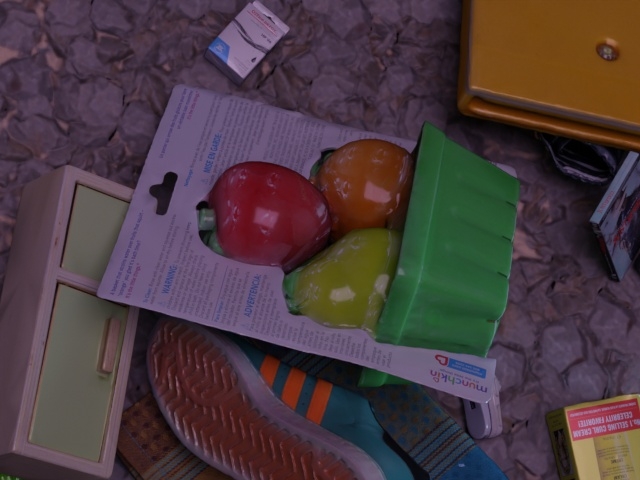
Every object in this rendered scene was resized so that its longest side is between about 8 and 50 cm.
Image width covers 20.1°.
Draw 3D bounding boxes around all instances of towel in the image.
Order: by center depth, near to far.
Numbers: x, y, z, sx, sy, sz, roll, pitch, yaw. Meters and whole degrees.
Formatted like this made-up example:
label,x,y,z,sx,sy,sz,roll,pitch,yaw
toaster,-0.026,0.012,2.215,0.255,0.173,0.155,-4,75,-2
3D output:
label,x,y,z,sx,sy,sz,roll,pitch,yaw
towel,0.012,0.235,1.659,0.271,0.040,0.370,-37,71,-18

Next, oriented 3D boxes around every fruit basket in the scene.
label,x,y,z,sx,sy,sz,roll,pitch,yaw
fruit basket,0.000,0.000,1.667,0.353,0.165,0.327,10,41,2

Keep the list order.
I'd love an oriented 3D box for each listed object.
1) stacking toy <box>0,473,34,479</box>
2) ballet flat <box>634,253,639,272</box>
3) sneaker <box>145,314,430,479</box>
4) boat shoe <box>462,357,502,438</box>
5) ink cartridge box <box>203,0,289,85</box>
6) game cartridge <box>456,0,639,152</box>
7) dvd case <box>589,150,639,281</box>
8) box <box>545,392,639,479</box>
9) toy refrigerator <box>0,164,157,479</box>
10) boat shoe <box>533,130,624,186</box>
label,x,y,z,sx,sy,sz,roll,pitch,yaw
stacking toy,-0.358,0.150,1.638,0.221,0.052,0.167,-5,80,-15
ballet flat,0.395,0.059,1.832,0.173,0.049,0.057,42,50,-7
sneaker,-0.031,0.165,1.622,0.302,0.121,0.108,38,113,31
boat shoe,0.159,0.144,1.761,0.035,0.035,0.100,3,71,-40
ink cartridge box,-0.070,-0.200,1.788,0.048,0.028,0.083,41,72,-1
game cartridge,0.282,-0.240,1.825,0.285,0.053,0.324,12,57,-9
dvd case,0.302,-0.022,1.791,0.013,0.119,0.087,22,69,32
box,0.288,0.270,1.744,0.087,0.058,0.232,-8,79,-13
toy refrigerator,-0.228,0.078,1.625,0.102,0.094,0.269,22,64,-32
boat shoe,0.228,-0.129,1.802,0.183,0.065,0.083,32,37,-5
